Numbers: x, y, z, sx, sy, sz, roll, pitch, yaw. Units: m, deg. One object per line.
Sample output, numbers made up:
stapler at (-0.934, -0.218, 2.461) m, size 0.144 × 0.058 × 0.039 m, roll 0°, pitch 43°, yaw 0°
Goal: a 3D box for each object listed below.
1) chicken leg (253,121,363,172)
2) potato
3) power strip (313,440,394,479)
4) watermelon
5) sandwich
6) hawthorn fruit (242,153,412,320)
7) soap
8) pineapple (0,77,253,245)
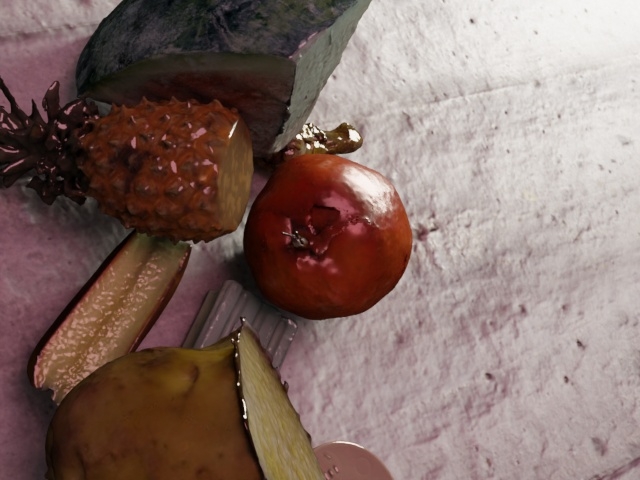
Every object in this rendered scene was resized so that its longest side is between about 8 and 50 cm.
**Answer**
chicken leg at (-0.019, -0.129, 1.635) m, size 0.197 × 0.069 × 0.085 m, roll -7°, pitch 50°, yaw -42°
potato at (-0.142, 0.242, 1.244) m, size 0.301 × 0.237 × 0.289 m, roll -88°, pitch 153°, yaw -77°
power strip at (0.018, 0.318, 1.442) m, size 0.154 × 0.078 × 0.154 m, roll 13°, pitch 60°, yaw -24°
watermelon at (-0.095, -0.210, 1.468) m, size 0.258 × 0.387 × 0.228 m, roll 62°, pitch 25°, yaw -42°
sandwich at (-0.241, 0.093, 1.366) m, size 0.094 × 0.096 × 0.258 m, roll 38°, pitch 54°, yaw -8°
hawthorn fruit at (0.000, 0.000, 1.462) m, size 0.211 × 0.211 × 0.299 m, roll 58°, pitch 10°, yaw 1°
soap at (-0.114, 0.155, 1.440) m, size 0.114 × 0.063 × 0.198 m, roll 37°, pitch 54°, yaw -17°
pineapple at (-0.253, -0.092, 1.367) m, size 0.340 × 0.169 × 0.169 m, roll 7°, pitch 60°, yaw 9°
